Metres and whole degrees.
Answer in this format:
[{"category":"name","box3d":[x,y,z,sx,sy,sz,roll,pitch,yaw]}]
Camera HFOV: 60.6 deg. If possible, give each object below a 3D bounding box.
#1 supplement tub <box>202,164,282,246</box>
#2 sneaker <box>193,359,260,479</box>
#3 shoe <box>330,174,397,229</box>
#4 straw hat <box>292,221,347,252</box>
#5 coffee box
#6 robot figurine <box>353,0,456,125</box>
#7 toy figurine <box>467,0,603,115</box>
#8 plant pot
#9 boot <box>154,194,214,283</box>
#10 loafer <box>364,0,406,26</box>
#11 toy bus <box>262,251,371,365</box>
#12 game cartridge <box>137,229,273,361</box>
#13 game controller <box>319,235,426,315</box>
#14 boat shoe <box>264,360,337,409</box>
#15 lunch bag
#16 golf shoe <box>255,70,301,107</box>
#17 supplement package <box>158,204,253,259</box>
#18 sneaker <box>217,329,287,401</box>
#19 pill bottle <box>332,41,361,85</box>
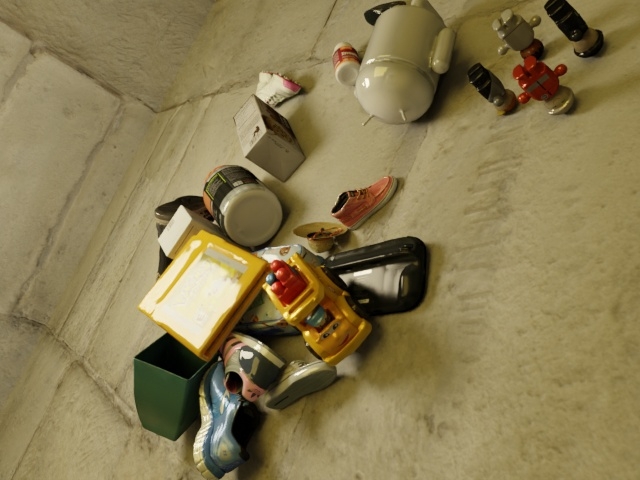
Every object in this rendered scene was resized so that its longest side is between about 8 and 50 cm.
[{"category":"supplement tub","box3d":[-0.259,-0.124,1.740,0.193,0.193,0.316,-54,35,6]},{"category":"sneaker","box3d":[-0.213,0.423,1.351,0.147,0.130,0.330,-23,36,9]},{"category":"shoe","box3d":[0.107,-0.106,1.367,0.178,0.081,0.063,-45,37,19]},{"category":"straw hat","box3d":[0.000,0.000,1.429,0.144,0.144,0.061,27,126,56]},{"category":"coffee box","box3d":[-0.177,-0.346,1.831,0.119,0.168,0.297,-46,36,18]},{"category":"robot figurine","box3d":[0.208,-0.445,1.393,0.300,0.200,0.353,-5,60,51]},{"category":"toy figurine","box3d":[0.432,-0.362,1.111,0.209,0.148,0.213,16,80,61]},{"category":"plant pot","box3d":[-0.395,0.402,1.477,0.166,0.165,0.234,-41,-33,-64]},{"category":"boot","box3d":[-0.452,0.001,1.893,0.377,0.138,0.284,-46,-35,-72]},{"category":"loafer","box3d":[0.206,-0.726,1.749,0.061,0.062,0.170,-43,34,-17]},{"category":"toy bus","box3d":[-0.025,0.129,1.154,0.149,0.211,0.220,-44,48,5]},{"category":"game cartridge","box3d":[-0.310,0.127,1.439,0.324,0.052,0.285,22,71,40]},{"category":"game controller","box3d":[0.105,0.092,1.251,0.319,0.067,0.166,-16,67,45]},{"category":"boat shoe","box3d":[-0.054,0.309,1.248,0.226,0.083,0.076,-35,42,31]},{"category":"lunch bag","box3d":[-0.131,0.144,1.450,0.303,0.115,0.243,-15,55,44]},{"category":"golf shoe","box3d":[-0.163,-0.547,2.036,0.140,0.115,0.306,-66,27,7]},{"category":"supplement package","box3d":[-0.352,0.021,1.700,0.139,0.244,0.134,-55,35,4]},{"category":"sneaker","box3d":[-0.210,0.299,1.340,0.131,0.112,0.319,-57,24,-19]},{"category":"pill bottle","box3d":[0.082,-0.566,1.745,0.086,0.086,0.152,-37,40,28]}]
